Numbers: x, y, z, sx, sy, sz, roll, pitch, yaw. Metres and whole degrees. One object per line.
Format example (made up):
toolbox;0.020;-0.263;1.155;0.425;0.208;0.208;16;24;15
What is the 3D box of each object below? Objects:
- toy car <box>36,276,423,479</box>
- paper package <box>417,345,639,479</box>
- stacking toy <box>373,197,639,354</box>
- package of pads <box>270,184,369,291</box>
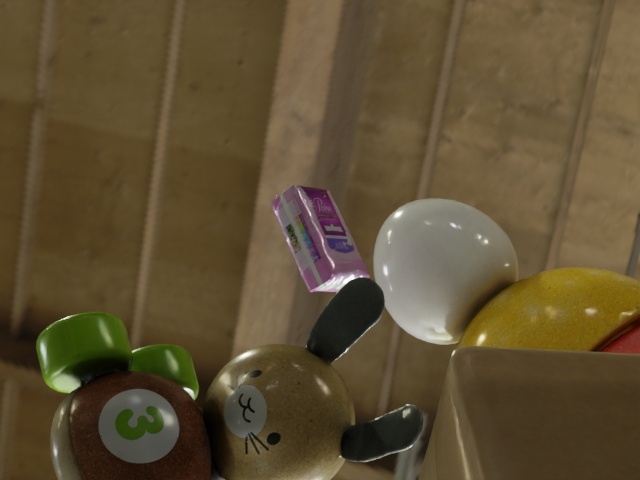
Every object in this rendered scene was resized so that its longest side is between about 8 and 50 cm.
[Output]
toy car;-0.039;0.100;0.931;0.188;0.149;0.155;-25;-116;17
paper package;0.202;0.216;0.747;0.309;0.325;0.168;4;-54;-10
stacking toy;0.223;0.135;1.337;0.480;0.350;0.351;48;-60;24
package of pads;0.000;0.000;1.279;0.032;0.050;0.083;-36;-114;29
